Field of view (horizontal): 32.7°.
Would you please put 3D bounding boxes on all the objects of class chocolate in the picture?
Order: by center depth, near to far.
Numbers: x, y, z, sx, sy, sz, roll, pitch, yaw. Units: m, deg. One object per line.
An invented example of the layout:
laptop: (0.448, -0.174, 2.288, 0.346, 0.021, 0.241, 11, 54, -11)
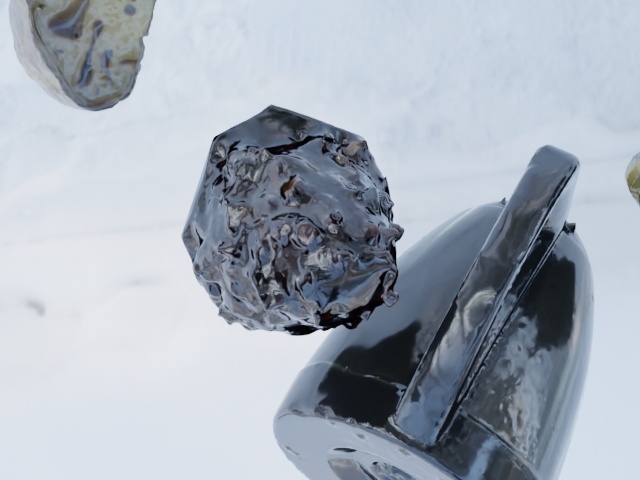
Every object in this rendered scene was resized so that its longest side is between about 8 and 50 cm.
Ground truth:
chocolate: (0.000, 0.000, 0.679, 0.156, 0.133, 0.156, -3, 99, -19)

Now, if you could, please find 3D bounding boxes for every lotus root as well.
lotus root: (-0.182, -0.174, 0.810, 0.095, 0.135, 0.159, 16, 81, -29)

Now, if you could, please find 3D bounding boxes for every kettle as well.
kettle: (0.107, 0.068, 0.830, 0.207, 0.271, 0.250, 7, 142, 41)

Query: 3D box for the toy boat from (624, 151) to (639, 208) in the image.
toy boat: (0.437, -0.036, 0.814, 0.446, 0.136, 0.162, -5, 150, -15)
